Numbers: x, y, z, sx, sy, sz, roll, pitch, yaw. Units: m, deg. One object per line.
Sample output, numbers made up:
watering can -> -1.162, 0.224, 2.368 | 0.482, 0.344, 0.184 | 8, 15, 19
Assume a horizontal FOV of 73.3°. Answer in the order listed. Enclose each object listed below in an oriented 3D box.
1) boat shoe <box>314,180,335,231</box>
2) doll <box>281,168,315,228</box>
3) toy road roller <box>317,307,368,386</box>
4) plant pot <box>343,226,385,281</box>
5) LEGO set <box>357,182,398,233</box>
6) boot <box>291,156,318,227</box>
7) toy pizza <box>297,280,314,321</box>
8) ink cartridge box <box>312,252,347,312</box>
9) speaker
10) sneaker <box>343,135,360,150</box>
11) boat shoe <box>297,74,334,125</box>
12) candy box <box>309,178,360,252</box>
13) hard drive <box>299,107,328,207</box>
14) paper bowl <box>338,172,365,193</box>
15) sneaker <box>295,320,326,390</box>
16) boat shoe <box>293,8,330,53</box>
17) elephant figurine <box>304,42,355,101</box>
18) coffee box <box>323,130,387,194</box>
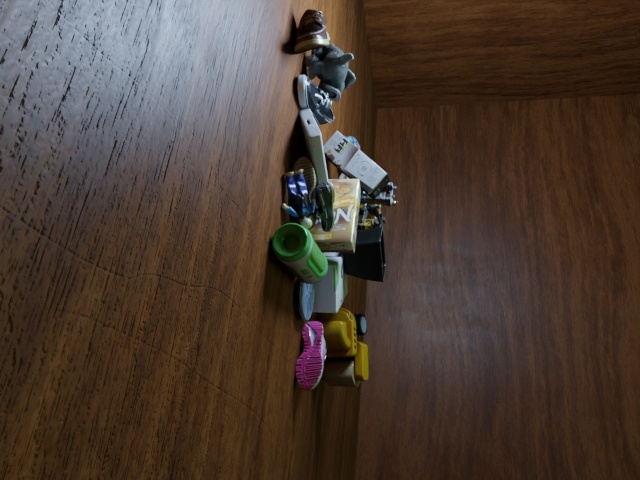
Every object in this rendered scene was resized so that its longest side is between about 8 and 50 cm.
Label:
boat shoe -> 0.007, -0.109, 1.479 | 0.206, 0.064, 0.075 | 92, -26, -43
doll -> -0.069, -0.127, 1.383 | 0.129, 0.046, 0.189 | -19, 96, -34
toy road roller -> 0.071, 0.450, 1.825 | 0.240, 0.202, 0.330 | 29, 57, -62
plant pot -> 0.188, 0.060, 1.854 | 0.187, 0.166, 0.188 | -62, 148, -67
LEGO set -> 0.278, -0.127, 2.077 | 0.255, 0.191, 0.332 | 71, 27, -51
boot -> -0.056, -0.164, 1.529 | 0.207, 0.090, 0.249 | -81, 169, -83
toy pizza -> -0.058, 0.196, 1.589 | 0.201, 0.032, 0.202 | 1, 90, -78
ink cartridge box -> 0.038, 0.166, 1.817 | 0.273, 0.114, 0.199 | -41, 130, -73
speaker -> -0.058, 0.049, 1.375 | 0.296, 0.131, 0.131 | 59, 34, -66
sneaker -> 0.149, -0.506, 2.289 | 0.262, 0.104, 0.125 | -74, 158, -49
boat shoe -> -0.010, -0.514, 1.596 | 0.301, 0.102, 0.108 | 47, 45, -72
candy box -> 0.058, -0.103, 1.739 | 0.088, 0.182, 0.317 | 71, 24, -54
hard drive -> -0.013, -0.266, 1.564 | 0.233, 0.047, 0.353 | -108, -175, -51
paper bowl -> 0.181, -0.275, 2.337 | 0.284, 0.147, 0.285 | 1, 90, -77
sneaker -> -0.024, 0.435, 1.596 | 0.111, 0.102, 0.253 | 71, 24, -51
boat shoe -> -0.034, -0.724, 1.476 | 0.342, 0.123, 0.123 | -74, 152, -59
elephant figurine -> 0.049, -0.611, 1.647 | 0.239, 0.169, 0.186 | 59, 7, -51
coffee box -> 0.156, -0.328, 1.903 | 0.119, 0.297, 0.168 | -48, 167, 5
